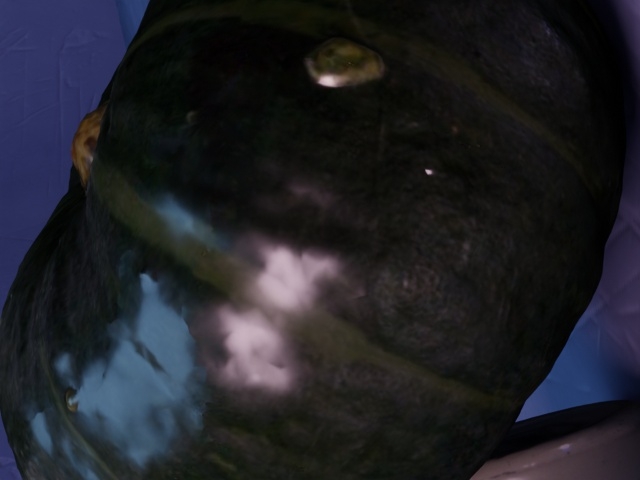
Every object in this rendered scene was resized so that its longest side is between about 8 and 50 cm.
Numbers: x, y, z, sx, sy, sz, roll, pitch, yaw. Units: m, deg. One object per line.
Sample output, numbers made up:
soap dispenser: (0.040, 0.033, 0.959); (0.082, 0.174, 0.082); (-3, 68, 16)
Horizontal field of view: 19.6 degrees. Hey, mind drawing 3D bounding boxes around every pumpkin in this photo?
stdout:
pumpkin: (0.000, 0.000, 0.721); (0.207, 0.300, 0.300); (30, 174, -6)

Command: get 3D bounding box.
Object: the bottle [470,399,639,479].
bottle: (0.123, 0.203, 0.791); (0.120, 0.120, 0.253); (163, 90, -82)
